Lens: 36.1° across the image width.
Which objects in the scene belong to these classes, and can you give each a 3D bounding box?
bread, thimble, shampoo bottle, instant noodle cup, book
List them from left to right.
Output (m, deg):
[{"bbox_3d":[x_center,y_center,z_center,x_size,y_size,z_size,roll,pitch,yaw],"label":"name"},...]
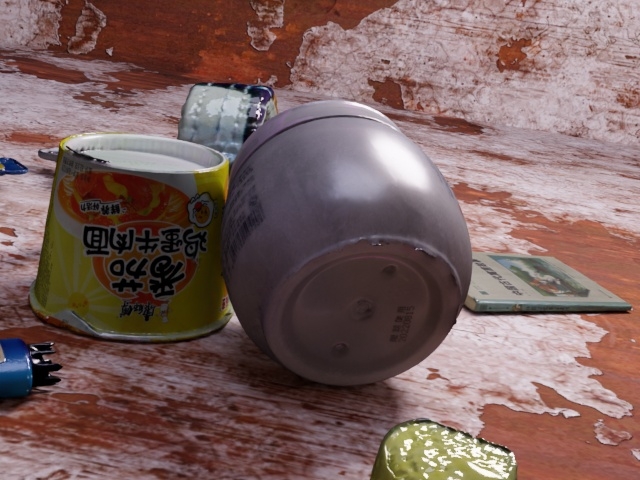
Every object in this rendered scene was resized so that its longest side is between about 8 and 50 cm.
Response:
[{"bbox_3d":[-0.343,0.124,0.940,0.183,0.050,0.087,-1,17,-28],"label":"shampoo bottle"},{"bbox_3d":[-0.221,-0.016,1.209,0.264,0.200,0.264,8,16,-2],"label":"instant noodle cup"},{"bbox_3d":[-0.157,-0.154,1.664,0.150,0.237,0.237,7,16,8],"label":"thimble"},{"bbox_3d":[0.023,0.000,1.102,0.272,0.273,0.266,4,39,-15],"label":"shampoo bottle"},{"bbox_3d":[0.090,0.214,0.757,0.129,0.114,0.111,13,23,27],"label":"bread"},{"bbox_3d":[0.304,0.064,1.514,0.282,0.025,0.215,2,19,-26],"label":"book"}]

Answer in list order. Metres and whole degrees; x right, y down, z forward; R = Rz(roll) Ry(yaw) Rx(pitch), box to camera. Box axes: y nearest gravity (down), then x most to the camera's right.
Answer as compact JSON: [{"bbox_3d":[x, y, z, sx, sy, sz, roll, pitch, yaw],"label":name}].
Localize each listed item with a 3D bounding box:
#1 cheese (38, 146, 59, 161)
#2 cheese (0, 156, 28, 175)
[{"bbox_3d":[-0.376,-0.130,1.720,0.286,0.082,0.163,17,18,30],"label":"cheese"},{"bbox_3d":[-0.609,-0.114,1.566,0.270,0.069,0.177,-5,21,-39],"label":"cheese"}]
